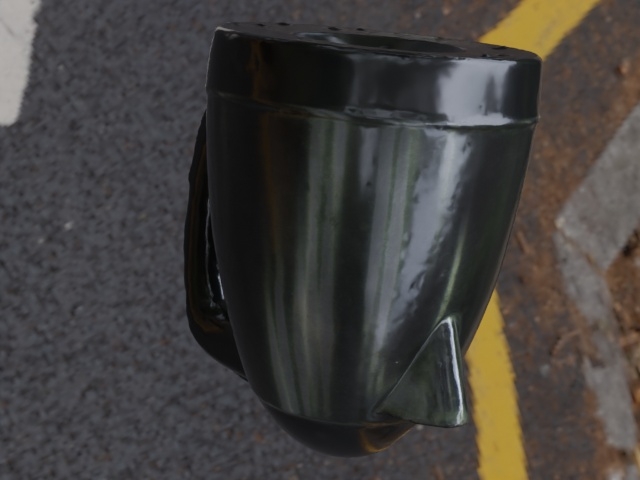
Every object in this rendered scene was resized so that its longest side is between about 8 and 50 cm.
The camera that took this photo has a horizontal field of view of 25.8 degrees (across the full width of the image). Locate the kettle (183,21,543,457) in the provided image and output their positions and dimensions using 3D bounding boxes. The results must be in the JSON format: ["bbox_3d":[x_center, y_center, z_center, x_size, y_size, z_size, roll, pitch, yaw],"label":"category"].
[{"bbox_3d":[0.003,0.004,0.886,0.207,0.251,0.271,-34,129,-72],"label":"kettle"}]
